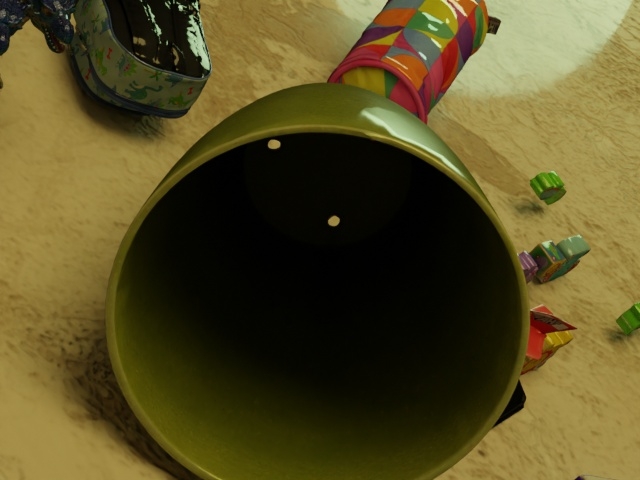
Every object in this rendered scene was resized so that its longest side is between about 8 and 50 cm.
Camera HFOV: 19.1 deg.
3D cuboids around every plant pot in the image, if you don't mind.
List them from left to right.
[{"bbox_3d":[0.000,0.000,1.361,0.275,0.275,0.293,32,20,-11],"label":"plant pot"}]

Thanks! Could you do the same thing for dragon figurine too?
[{"bbox_3d":[-0.254,-0.214,1.423,0.085,0.144,0.289,12,43,-34],"label":"dragon figurine"}]

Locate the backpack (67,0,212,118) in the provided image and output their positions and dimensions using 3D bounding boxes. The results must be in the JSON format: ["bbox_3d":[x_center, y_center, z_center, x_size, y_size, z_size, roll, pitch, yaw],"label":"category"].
[{"bbox_3d":[-0.142,-0.147,1.505,0.105,0.084,0.114,14,38,-32],"label":"backpack"}]

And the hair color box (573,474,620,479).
[{"bbox_3d":[0.319,0.295,1.428,0.339,0.110,0.185,14,43,-35],"label":"hair color box"}]

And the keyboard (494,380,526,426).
[{"bbox_3d":[0.086,0.115,1.486,0.192,0.038,0.100,-20,89,-52],"label":"keyboard"}]

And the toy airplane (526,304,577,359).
[{"bbox_3d":[0.134,0.044,1.533,0.151,0.028,0.151,15,39,-13],"label":"toy airplane"}]

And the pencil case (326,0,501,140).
[{"bbox_3d":[0.083,-0.162,1.721,0.104,0.104,0.236,40,35,-1],"label":"pencil case"}]

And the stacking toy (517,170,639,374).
[{"bbox_3d":[0.190,0.024,1.660,0.221,0.052,0.167,-11,61,-50],"label":"stacking toy"}]
